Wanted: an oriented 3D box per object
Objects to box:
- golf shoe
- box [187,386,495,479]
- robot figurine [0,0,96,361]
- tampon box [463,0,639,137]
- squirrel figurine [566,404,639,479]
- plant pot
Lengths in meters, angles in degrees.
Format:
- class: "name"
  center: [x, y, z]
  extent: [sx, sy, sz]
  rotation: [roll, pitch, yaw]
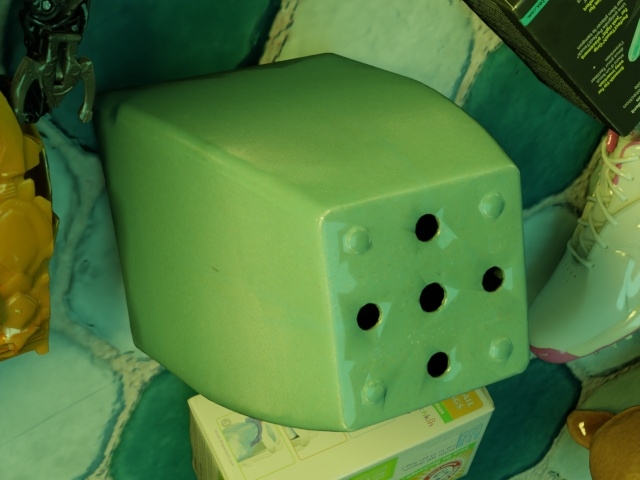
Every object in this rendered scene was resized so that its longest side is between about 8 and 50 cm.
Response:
- class: "golf shoe"
  center: [0.258, -0.036, 0.825]
  extent: [0.140, 0.115, 0.306]
  rotation: [39, 100, -22]
- class: "box"
  center: [0.014, 0.150, 0.773]
  extent: [0.203, 0.103, 0.114]
  rotation: [-20, 146, -19]
- class: "robot figurine"
  center: [-0.215, -0.043, 0.499]
  extent: [0.211, 0.085, 0.291]
  rotation: [-21, 133, -36]
- class: "tampon box"
  center: [0.172, -0.168, 0.657]
  extent: [0.120, 0.101, 0.161]
  rotation: [-49, 134, 9]
- class: "squirrel figurine"
  center: [0.414, 0.118, 0.958]
  extent: [0.370, 0.281, 0.397]
  rotation: [-25, 119, -1]
- class: "plant pot"
  center: [0.000, 0.000, 0.550]
  extent: [0.166, 0.234, 0.165]
  rotation: [-15, 110, -24]
